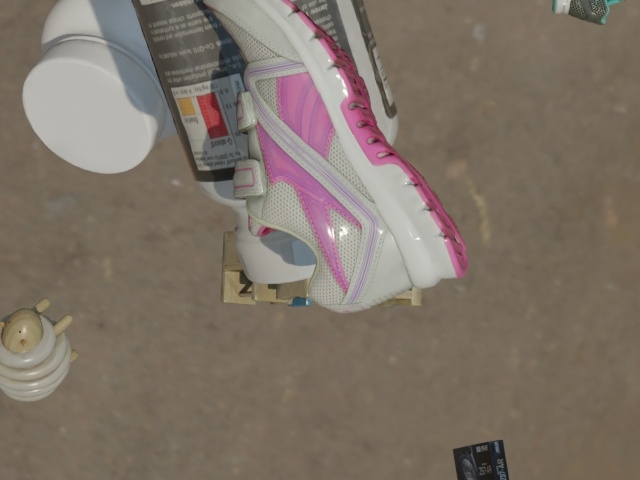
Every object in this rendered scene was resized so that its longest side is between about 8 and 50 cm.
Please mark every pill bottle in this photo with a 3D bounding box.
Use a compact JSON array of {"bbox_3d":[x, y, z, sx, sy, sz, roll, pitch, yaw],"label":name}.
[{"bbox_3d":[-0.174,-0.225,1.857,0.334,0.188,0.188,-62,140,-43],"label":"pill bottle"},{"bbox_3d":[-0.035,-0.120,1.285,0.162,0.162,0.278,-26,106,-34],"label":"pill bottle"}]

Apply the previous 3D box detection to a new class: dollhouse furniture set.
[{"bbox_3d":[0.000,0.000,1.769,0.129,0.184,0.128,6,84,-29],"label":"dollhouse furniture set"}]

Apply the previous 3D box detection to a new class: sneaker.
[{"bbox_3d":[0.345,-0.317,2.122,0.166,0.076,0.065,-53,163,-24],"label":"sneaker"},{"bbox_3d":[-0.015,-0.060,1.123,0.111,0.252,0.103,-33,167,8],"label":"sneaker"}]

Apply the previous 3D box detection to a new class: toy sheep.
[{"bbox_3d":[-0.281,0.112,1.720,0.091,0.091,0.132,-38,147,-27],"label":"toy sheep"}]

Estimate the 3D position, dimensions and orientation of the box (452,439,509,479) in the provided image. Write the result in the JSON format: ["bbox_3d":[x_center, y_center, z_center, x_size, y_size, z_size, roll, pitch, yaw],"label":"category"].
[{"bbox_3d":[0.176,0.254,1.924,0.018,0.083,0.067,-4,81,-25],"label":"box"}]
